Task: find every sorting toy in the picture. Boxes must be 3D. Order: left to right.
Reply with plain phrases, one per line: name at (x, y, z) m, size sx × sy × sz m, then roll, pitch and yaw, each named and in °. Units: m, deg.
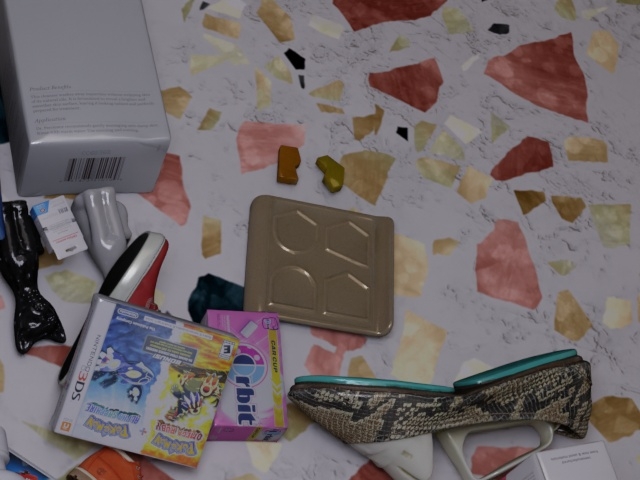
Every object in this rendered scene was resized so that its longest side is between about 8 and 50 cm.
sorting toy at (0.000, 0.000, 1.979) m, size 0.229 × 0.041 × 0.307 m, roll 8°, pitch 59°, yaw -10°

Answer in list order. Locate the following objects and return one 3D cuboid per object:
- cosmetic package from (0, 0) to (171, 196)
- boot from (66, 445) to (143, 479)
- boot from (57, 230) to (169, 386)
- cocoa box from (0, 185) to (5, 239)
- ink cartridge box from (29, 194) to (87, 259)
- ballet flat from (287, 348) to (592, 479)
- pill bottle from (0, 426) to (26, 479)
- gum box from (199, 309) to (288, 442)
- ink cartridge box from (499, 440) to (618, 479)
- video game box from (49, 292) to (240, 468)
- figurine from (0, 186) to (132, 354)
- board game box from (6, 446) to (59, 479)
cosmetic package at (-0.372, -0.270, 1.927) m, size 0.217 × 0.156 × 0.385 m, roll -2°, pitch 61°, yaw -22°
boot at (-0.250, 0.335, 1.682) m, size 0.158 × 0.059 × 0.084 m, roll 41°, pitch 51°, yaw 7°
boot at (-0.228, 0.124, 1.750) m, size 0.176 × 0.088 × 0.244 m, roll 28°, pitch 83°, yaw -19°
cocoa box at (-0.609, -0.116, 1.655) m, size 0.347 × 0.231 × 0.228 m, roll -10°, pitch 64°, yaw -6°
ink cartridge box at (-0.361, -0.014, 1.756) m, size 0.048 × 0.028 × 0.083 m, roll -23°, pitch 83°, yaw -28°
ballet flat at (0.191, 0.264, 1.838) m, size 0.482 × 0.164 × 0.182 m, roll -3°, pitch 83°, yaw -23°
pill bottle at (-0.406, 0.359, 1.489) m, size 0.152 × 0.152 × 0.272 m, roll -4°, pitch 64°, yaw -22°
gum box at (-0.112, 0.187, 1.811) m, size 0.107 × 0.062 × 0.188 m, roll 4°, pitch 61°, yaw -18°
ink cartridge box at (0.342, 0.445, 1.743) m, size 0.117 × 0.207 × 0.283 m, roll -6°, pitch 64°, yaw -21°
video game box at (-0.231, 0.188, 1.689) m, size 0.205 × 0.048 × 0.187 m, roll 18°, pitch 93°, yaw -20°
figurine at (-0.352, 0.044, 1.802) m, size 0.215 × 0.092 × 0.209 m, roll -10°, pitch 73°, yaw -26°
board game box at (-0.333, 0.420, 1.603) m, size 0.305 × 0.053 × 0.193 m, roll 34°, pitch 57°, yaw 1°
